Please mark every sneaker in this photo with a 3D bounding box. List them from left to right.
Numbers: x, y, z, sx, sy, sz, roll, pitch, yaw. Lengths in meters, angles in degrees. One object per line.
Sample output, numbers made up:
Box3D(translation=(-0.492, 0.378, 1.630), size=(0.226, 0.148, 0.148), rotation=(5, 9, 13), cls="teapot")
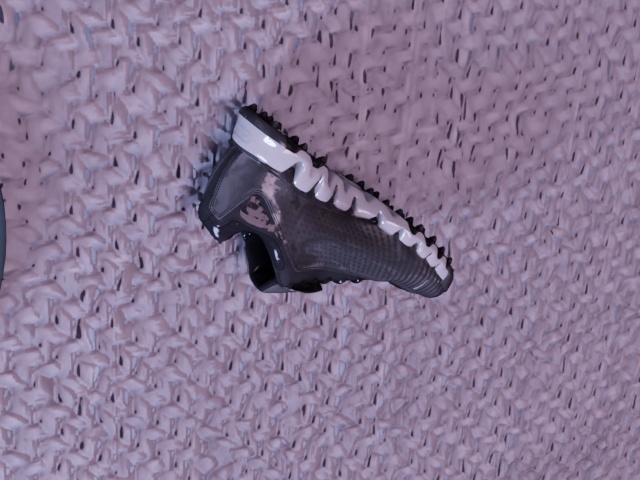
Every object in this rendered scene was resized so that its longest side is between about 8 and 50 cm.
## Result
Box3D(translation=(0.000, 0.000, 0.988), size=(0.234, 0.078, 0.106), rotation=(33, 95, -40), cls="sneaker")

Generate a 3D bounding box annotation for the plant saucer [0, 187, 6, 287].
Box3D(translation=(-0.322, 0.030, 0.781), size=(0.317, 0.043, 0.318), rotation=(-18, 123, -29), cls="plant saucer")
